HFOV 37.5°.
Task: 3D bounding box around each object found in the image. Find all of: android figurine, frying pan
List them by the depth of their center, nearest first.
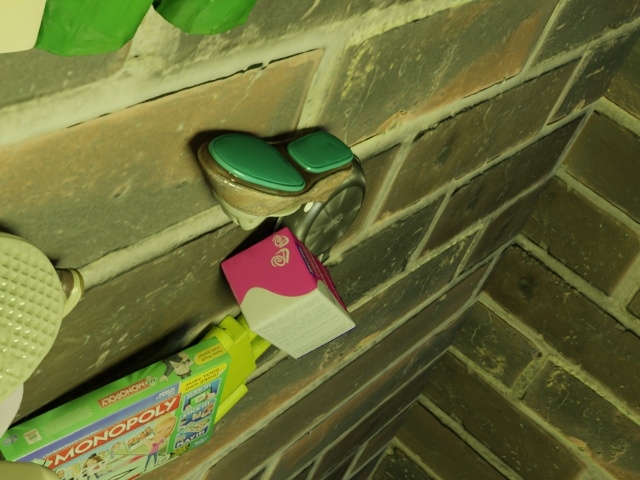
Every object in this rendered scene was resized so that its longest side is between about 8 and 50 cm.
[{"bbox_3d":[-0.017,0.007,1.455,0.197,0.053,0.326,-25,146,-48],"label":"frying pan"},{"bbox_3d":[-0.177,0.220,1.470,0.273,0.056,0.248,-45,160,-21],"label":"android figurine"}]

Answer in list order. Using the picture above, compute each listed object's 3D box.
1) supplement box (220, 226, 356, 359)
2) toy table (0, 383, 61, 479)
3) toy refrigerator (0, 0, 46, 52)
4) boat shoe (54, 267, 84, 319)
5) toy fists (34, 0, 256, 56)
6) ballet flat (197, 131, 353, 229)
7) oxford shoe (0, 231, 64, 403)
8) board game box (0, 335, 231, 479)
[{"bbox_3d":[-0.042,0.082,1.365,0.114,0.111,0.220,-30,157,7],"label":"supplement box"},{"bbox_3d":[-0.371,0.248,0.875,0.274,0.161,0.252,-47,149,9],"label":"toy table"},{"bbox_3d":[-0.192,-0.246,0.529,0.094,0.102,0.269,-24,147,-52],"label":"toy refrigerator"},{"bbox_3d":[-0.304,0.085,0.959,0.152,0.056,0.049,-53,146,6],"label":"boat shoe"},{"bbox_3d":[-0.119,-0.236,0.724,0.279,0.096,0.142,-26,159,-53],"label":"toy fists"},{"bbox_3d":[-0.060,-0.066,1.146,0.106,0.107,0.316,-52,161,25],"label":"ballet flat"},{"bbox_3d":[-0.389,0.115,0.734,0.130,0.169,0.449,-10,-161,37],"label":"oxford shoe"},{"bbox_3d":[-0.276,0.264,1.259,0.317,0.046,0.213,-22,148,-33],"label":"board game box"}]
